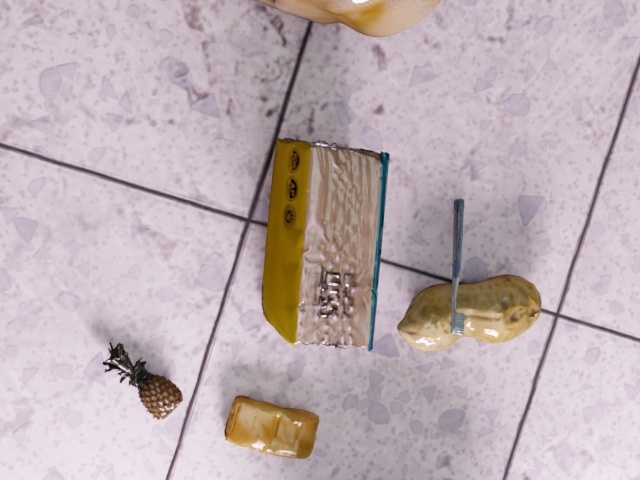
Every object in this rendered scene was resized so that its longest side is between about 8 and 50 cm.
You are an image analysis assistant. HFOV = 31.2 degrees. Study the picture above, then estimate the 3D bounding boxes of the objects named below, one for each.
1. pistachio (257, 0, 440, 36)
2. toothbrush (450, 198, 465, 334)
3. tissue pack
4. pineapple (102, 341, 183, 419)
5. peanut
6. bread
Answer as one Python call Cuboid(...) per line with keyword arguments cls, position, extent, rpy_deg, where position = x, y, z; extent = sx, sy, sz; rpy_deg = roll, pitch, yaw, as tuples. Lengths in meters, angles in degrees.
Cuboid(cls="pistachio", position=(0.001, -0.464, 1.462), extent=(0.365, 0.281, 0.446), rpy_deg=(-30, 89, 0))
Cuboid(cls="toothbrush", position=(0.196, 0.036, 1.624), extent=(0.019, 0.016, 0.220), rpy_deg=(9, 59, -6))
Cuboid(cls="tissue pack", position=(0.000, 0.000, 1.542), extent=(0.134, 0.192, 0.271), rpy_deg=(3, 95, -16))
Cuboid(cls="pineapple", position=(-0.246, 0.189, 1.574), extent=(0.058, 0.058, 0.124), rpy_deg=(-44, 104, -5))
Cuboid(cls="peanut", position=(0.215, 0.106, 1.653), extent=(0.229, 0.103, 0.098), rpy_deg=(-8, 87, -15))
Cuboid(cls="bread", position=(-0.071, 0.266, 1.627), extent=(0.132, 0.053, 0.074), rpy_deg=(17, 92, -13))
